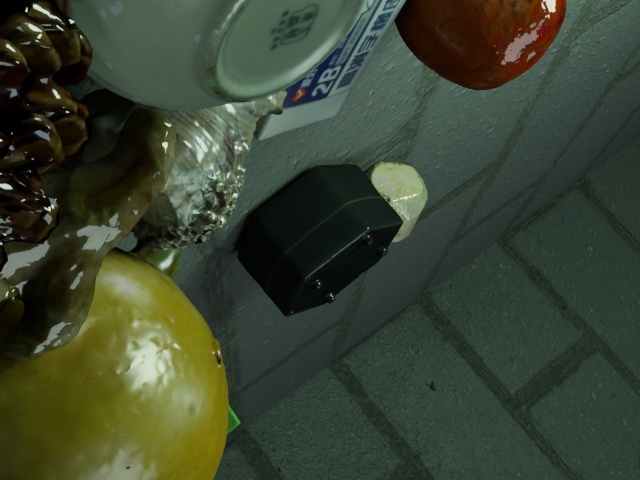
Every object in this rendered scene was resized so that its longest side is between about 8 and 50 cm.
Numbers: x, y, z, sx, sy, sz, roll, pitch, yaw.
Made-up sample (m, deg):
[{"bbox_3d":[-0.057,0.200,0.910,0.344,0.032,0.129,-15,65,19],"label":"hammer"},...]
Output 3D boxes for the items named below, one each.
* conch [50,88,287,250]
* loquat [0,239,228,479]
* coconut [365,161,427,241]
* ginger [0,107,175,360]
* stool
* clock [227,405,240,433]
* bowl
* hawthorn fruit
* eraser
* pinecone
[{"bbox_3d":[-0.132,-0.080,0.688,0.245,0.178,0.163,-37,126,-30],"label":"conch"},{"bbox_3d":[-0.231,0.129,0.709,0.360,0.328,0.328,-57,176,-34],"label":"loquat"},{"bbox_3d":[0.110,-0.061,1.303,0.116,0.116,0.122,-30,157,-29],"label":"coconut"},{"bbox_3d":[-0.259,0.006,0.525,0.332,0.166,0.080,-8,-175,-20],"label":"ginger"},{"bbox_3d":[0.000,0.000,1.168,0.232,0.141,0.232,-35,164,-12],"label":"stool"},{"bbox_3d":[-0.246,0.183,0.985,0.106,0.220,0.255,-39,163,8],"label":"clock"},{"bbox_3d":[-0.059,-0.190,0.526,0.277,0.145,0.277,-33,162,-13],"label":"bowl"},{"bbox_3d":[0.163,-0.247,0.799,0.189,0.189,0.189,-35,164,-12],"label":"hawthorn fruit"},{"bbox_3d":[0.002,-0.198,0.770,0.124,0.068,0.210,-27,161,-39],"label":"eraser"},{"bbox_3d":[-0.220,-0.065,0.391,0.221,0.221,0.221,-35,164,-12],"label":"pinecone"}]
